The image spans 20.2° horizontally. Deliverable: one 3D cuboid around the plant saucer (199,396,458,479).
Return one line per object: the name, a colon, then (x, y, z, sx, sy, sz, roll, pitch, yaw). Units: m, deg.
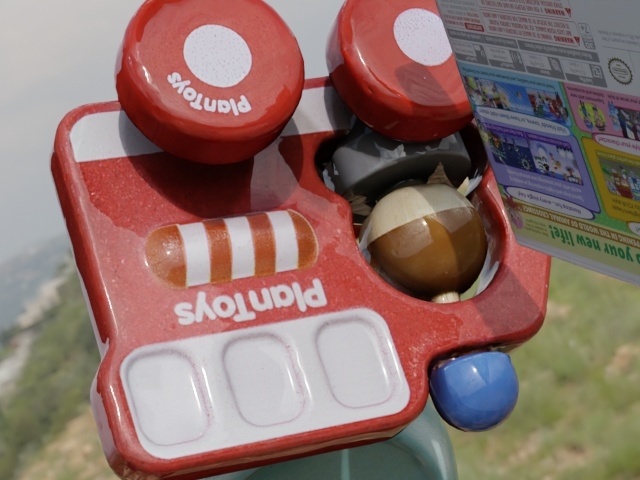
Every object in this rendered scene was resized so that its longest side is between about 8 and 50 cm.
plant saucer: (-0.022, 0.229, 1.218, 0.317, 0.317, 0.044, -28, 38, -25)

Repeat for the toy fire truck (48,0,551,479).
toy fire truck: (0.000, 0.000, 1.009, 0.302, 0.254, 0.169, -7, -22, -25)

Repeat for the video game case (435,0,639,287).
video game case: (0.126, -0.066, 0.836, 0.023, 0.193, 0.212, -28, 22, -19)
